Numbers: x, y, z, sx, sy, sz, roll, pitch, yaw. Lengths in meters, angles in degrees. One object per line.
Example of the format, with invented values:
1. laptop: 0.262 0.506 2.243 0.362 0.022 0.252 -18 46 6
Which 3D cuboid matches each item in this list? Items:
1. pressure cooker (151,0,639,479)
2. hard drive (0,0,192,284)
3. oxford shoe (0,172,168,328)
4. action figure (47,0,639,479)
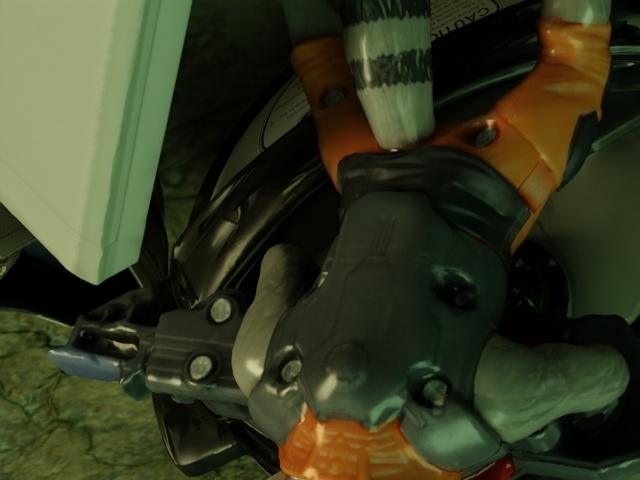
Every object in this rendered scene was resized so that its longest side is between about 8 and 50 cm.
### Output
1. pressure cooker: 0.126 0.038 1.001 0.420 0.375 0.370 50 60 -45
2. hard drive: -0.131 -0.148 0.701 0.040 0.203 0.307 -31 153 -35
3. oxford shoe: -0.223 -0.042 0.951 0.364 0.133 0.130 25 123 -39
4. action figure: 0.000 0.000 0.751 0.341 0.330 0.178 -2 162 23
